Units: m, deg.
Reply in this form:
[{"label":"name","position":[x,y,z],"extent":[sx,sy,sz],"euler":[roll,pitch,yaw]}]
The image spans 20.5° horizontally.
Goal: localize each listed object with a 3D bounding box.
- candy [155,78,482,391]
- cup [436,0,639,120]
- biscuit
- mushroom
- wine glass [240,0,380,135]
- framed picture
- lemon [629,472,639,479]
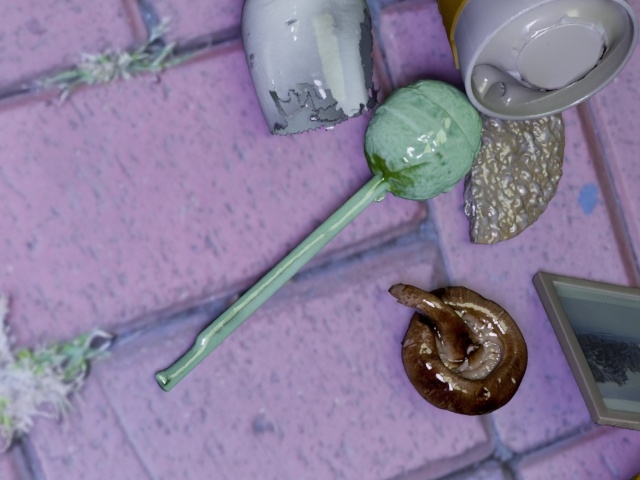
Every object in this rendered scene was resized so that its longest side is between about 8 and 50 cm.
[{"label":"candy","position":[0.000,0.000,1.774],"extent":[0.440,0.119,0.119],"euler":[-44,104,-18]},{"label":"cup","position":[0.218,-0.247,1.850],"extent":[0.241,0.185,0.226],"euler":[41,23,-53]},{"label":"biscuit","position":[0.212,-0.116,1.928],"extent":[0.133,0.032,0.250],"euler":[4,80,-29]},{"label":"mushroom","position":[0.134,0.105,1.830],"extent":[0.170,0.080,0.135],"euler":[46,53,-14]},{"label":"wine glass","position":[-0.030,-0.266,1.765],"extent":[0.143,0.143,0.321],"euler":[-15,92,-29]},{"label":"framed picture","position":[0.383,0.132,1.921],"extent":[0.289,0.016,0.213],"euler":[10,40,-26]},{"label":"lemon","position":[0.396,0.351,1.839],"extent":[0.245,0.245,0.320],"euler":[40,68,-17]}]
